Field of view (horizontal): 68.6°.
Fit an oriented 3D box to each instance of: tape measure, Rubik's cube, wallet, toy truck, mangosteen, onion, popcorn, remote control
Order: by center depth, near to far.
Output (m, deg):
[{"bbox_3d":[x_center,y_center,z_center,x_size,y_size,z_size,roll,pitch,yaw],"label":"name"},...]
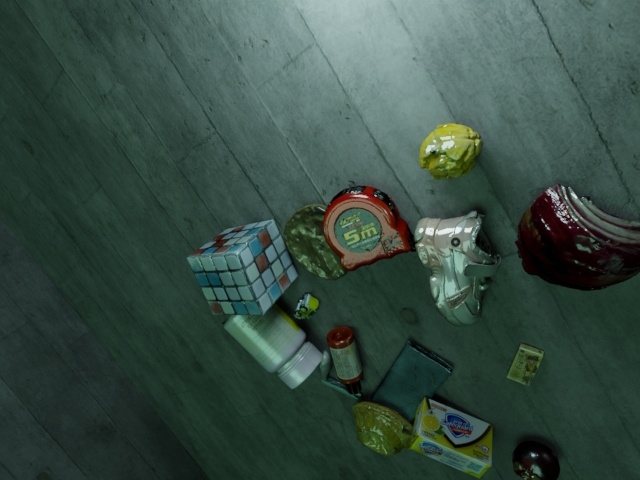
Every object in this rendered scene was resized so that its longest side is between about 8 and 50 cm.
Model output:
[{"bbox_3d":[0.647,0.042,1.177,0.314,0.146,0.280,25,132,11],"label":"onion"},{"bbox_3d":[0.331,-0.227,1.209,0.167,0.152,0.148,20,94,49],"label":"popcorn"},{"bbox_3d":[0.137,-0.043,1.430,0.253,0.114,0.260,-22,104,24],"label":"tape measure"},{"bbox_3d":[0.718,0.756,1.573,0.152,0.152,0.152,15,125,23],"label":"mangosteen"},{"bbox_3d":[-0.277,0.100,1.703,0.256,0.253,0.259,-8,115,34],"label":"Rubik's cube"},{"bbox_3d":[0.329,0.532,1.738,0.190,0.046,0.379,30,129,11],"label":"wallet"},{"bbox_3d":[-0.052,0.261,1.792,0.077,0.076,0.111,28,133,-12],"label":"toy truck"},{"bbox_3d":[0.027,0.491,1.833,0.044,0.073,0.229,4,149,8],"label":"remote control"}]

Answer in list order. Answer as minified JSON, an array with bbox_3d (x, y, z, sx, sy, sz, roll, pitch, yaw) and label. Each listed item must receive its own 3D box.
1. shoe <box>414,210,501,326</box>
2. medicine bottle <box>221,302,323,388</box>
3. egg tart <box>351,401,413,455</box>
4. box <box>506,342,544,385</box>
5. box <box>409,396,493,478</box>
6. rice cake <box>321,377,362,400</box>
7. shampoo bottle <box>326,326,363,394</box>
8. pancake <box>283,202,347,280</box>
[{"bbox_3d":[0.410,0.084,1.328,0.198,0.172,0.351,-16,111,34],"label":"shoe"},{"bbox_3d":[-0.187,0.387,1.852,0.379,0.213,0.213,46,131,-1],"label":"medicine bottle"},{"bbox_3d":[0.240,0.755,1.856,0.290,0.115,0.290,20,140,18],"label":"egg tart"},{"bbox_3d":[0.644,0.392,1.475,0.073,0.020,0.149,19,126,21],"label":"box"},{"bbox_3d":[0.462,0.692,1.654,0.265,0.168,0.097,22,131,7],"label":"box"},{"bbox_3d":[0.086,0.609,1.943,0.180,0.030,0.042,22,140,18],"label":"rice cake"},{"bbox_3d":[0.103,0.471,1.799,0.104,0.104,0.278,1,118,31],"label":"shampoo bottle"},{"bbox_3d":[0.000,0.000,1.606,0.294,0.049,0.294,16,127,23],"label":"pancake"}]
